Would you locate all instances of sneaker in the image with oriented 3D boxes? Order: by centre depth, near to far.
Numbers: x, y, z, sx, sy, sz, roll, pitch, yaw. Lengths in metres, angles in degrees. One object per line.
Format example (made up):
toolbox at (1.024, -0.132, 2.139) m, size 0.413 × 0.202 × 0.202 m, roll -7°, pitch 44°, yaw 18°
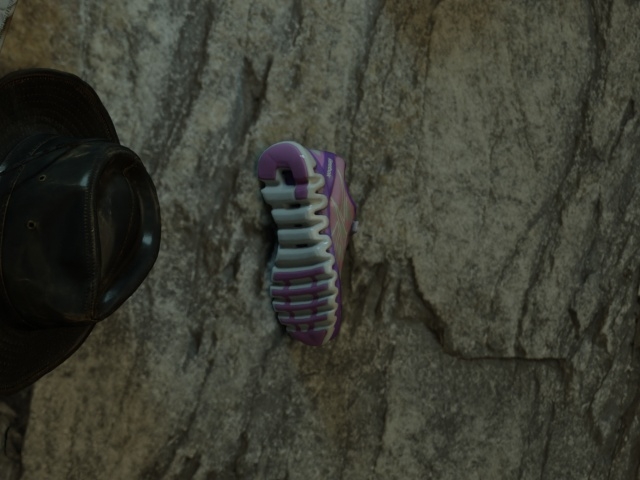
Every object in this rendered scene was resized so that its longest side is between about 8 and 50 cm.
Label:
sneaker at (0.000, 0.000, 2.118) m, size 0.104 × 0.095 × 0.236 m, roll -15°, pitch 102°, yaw -51°

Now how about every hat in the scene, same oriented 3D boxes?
hat at (-0.237, 0.000, 1.815) m, size 0.331 × 0.134 × 0.331 m, roll -28°, pitch 123°, yaw -56°

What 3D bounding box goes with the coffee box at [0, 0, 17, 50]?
coffee box at (-0.360, -0.249, 1.742) m, size 0.141 × 0.098 × 0.247 m, roll 28°, pitch 73°, yaw -41°
